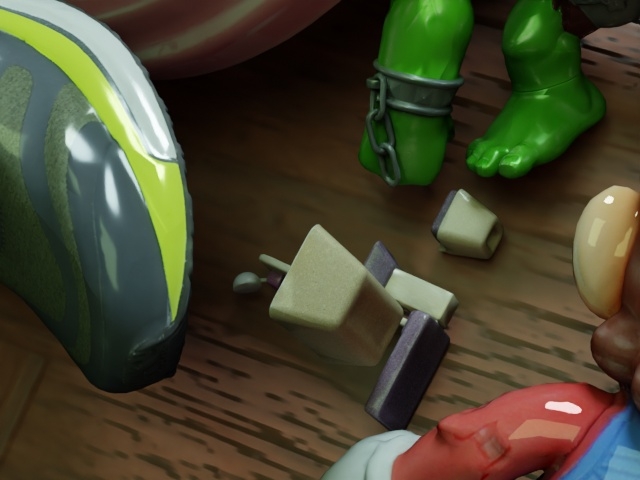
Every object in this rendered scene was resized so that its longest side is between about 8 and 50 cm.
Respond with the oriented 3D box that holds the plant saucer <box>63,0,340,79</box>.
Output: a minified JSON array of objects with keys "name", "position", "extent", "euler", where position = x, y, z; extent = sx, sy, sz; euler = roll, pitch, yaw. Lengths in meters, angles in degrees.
[{"name":"plant saucer","position":[-0.071,-0.228,0.557],"extent":[0.332,0.084,0.332],"euler":[-4,84,41]}]

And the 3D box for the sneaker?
[{"name":"sneaker","position":[-0.158,-0.046,0.520],"extent":[0.121,0.111,0.300],"euler":[-30,59,-36]}]

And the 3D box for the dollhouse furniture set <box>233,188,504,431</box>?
[{"name":"dollhouse furniture set","position":[0.000,0.000,0.529],"extent":[0.081,0.114,0.091],"euler":[24,81,24]}]

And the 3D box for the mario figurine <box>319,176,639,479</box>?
[{"name":"mario figurine","position":[0.121,0.095,0.485],"extent":[0.198,0.170,0.320],"euler":[29,90,-15]}]

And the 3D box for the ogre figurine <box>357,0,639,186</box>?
[{"name":"ogre figurine","position":[0.100,-0.095,0.537],"extent":[0.197,0.097,0.118],"euler":[-10,111,22]}]
